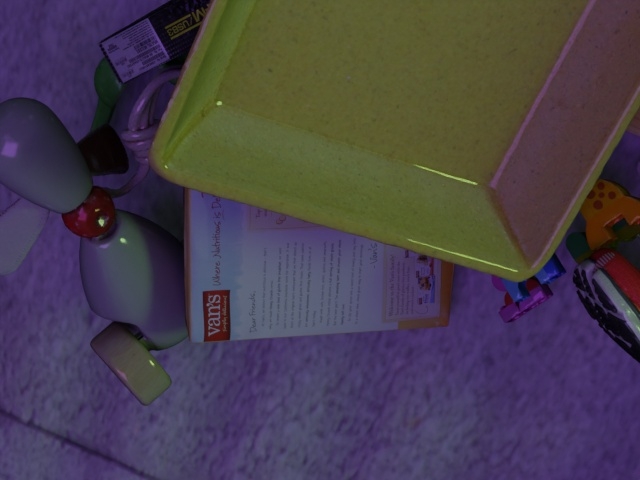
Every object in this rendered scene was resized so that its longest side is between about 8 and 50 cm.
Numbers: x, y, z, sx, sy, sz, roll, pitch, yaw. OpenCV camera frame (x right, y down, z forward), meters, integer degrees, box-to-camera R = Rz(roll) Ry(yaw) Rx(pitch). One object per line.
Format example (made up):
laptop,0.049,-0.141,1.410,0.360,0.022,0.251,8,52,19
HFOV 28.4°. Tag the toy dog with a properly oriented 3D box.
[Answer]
toy dog,-0.201,-0.012,1.146,0.161,0.220,0.333,31,140,45

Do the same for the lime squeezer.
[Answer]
lime squeezer,-0.136,-0.133,1.147,0.310,0.059,0.110,-18,107,24

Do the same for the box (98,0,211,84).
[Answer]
box,-0.061,-0.202,1.017,0.191,0.184,0.045,-22,102,25

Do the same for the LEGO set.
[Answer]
LEGO set,0.210,-0.027,1.061,0.227,0.087,0.093,-37,72,26

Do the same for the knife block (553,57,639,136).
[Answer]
knife block,0.342,-0.092,0.986,0.276,0.088,0.242,-22,104,26

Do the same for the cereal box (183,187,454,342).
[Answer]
cereal box,0.000,0.000,1.109,0.240,0.047,0.173,-2,116,-11

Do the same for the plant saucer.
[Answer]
plant saucer,0.080,-0.159,0.892,0.333,0.081,0.333,16,115,-24

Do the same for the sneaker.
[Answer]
sneaker,0.325,0.073,1.049,0.279,0.107,0.118,34,95,-22
